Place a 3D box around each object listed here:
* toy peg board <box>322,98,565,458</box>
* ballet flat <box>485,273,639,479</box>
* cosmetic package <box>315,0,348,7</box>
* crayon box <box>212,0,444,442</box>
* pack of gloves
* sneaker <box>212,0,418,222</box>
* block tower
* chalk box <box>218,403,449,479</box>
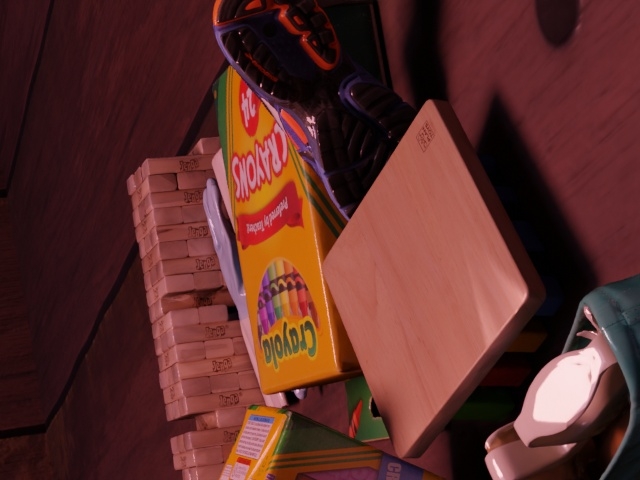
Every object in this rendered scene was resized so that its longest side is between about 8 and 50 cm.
[{"bbox_3d":[0.090,0.026,0.941,0.160,0.079,0.161,-58,41,38],"label":"toy peg board"},{"bbox_3d":[0.133,0.098,0.793,0.247,0.087,0.083,107,149,-50],"label":"ballet flat"},{"bbox_3d":[-0.013,-0.337,0.860,0.377,0.098,0.284,68,-172,-76],"label":"cosmetic package"},{"bbox_3d":[0.000,0.000,1.152,0.202,0.081,0.318,149,112,-69],"label":"crayon box"},{"bbox_3d":[-0.048,0.035,1.372,0.195,0.046,0.232,144,107,-74],"label":"pack of gloves"},{"bbox_3d":[0.004,-0.094,1.013,0.221,0.083,0.087,55,176,-22],"label":"sneaker"},{"bbox_3d":[-0.118,0.072,1.496,0.091,0.097,0.335,148,115,-68],"label":"block tower"},{"bbox_3d":[0.036,0.208,0.982,0.132,0.213,0.132,-68,12,-11],"label":"chalk box"}]
